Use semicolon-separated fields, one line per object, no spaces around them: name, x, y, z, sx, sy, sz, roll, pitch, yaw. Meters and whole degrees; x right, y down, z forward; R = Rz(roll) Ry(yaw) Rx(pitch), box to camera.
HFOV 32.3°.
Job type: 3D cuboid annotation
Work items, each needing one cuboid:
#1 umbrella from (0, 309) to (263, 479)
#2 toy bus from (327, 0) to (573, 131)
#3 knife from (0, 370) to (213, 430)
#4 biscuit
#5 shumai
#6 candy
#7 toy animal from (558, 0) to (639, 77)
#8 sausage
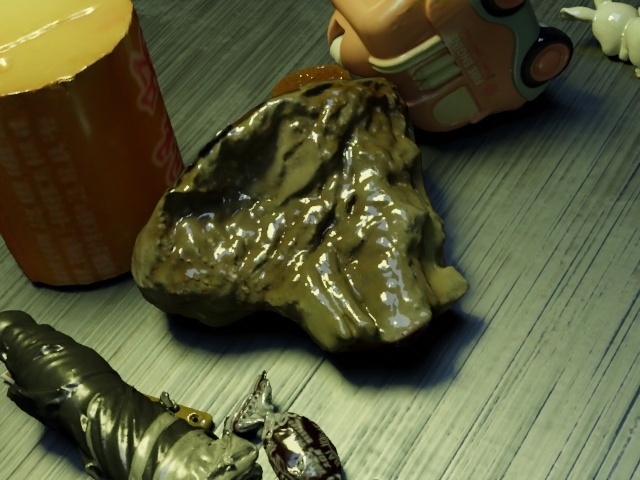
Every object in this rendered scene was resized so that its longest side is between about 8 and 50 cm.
umbrella;-0.200;0.171;1.055;0.357;0.106;0.113;29;53;33
toy bus;0.129;-0.242;1.246;0.232;0.288;0.194;-38;52;2
knife;-0.225;0.161;1.126;0.256;0.022;0.046;12;58;25
biscuit;-0.022;-0.158;1.365;0.124;0.026;0.175;29;61;36
shumai;0.002;0.003;1.152;0.346;0.217;0.283;-43;82;-11
candy;-0.017;0.207;1.005;0.094;0.051;0.226;-33;48;-12
toy animal;0.361;-0.251;1.317;0.071;0.085;0.124;-47;46;-5
sausage;-0.281;-0.121;1.222;0.233;0.287;0.233;-5;46;5
